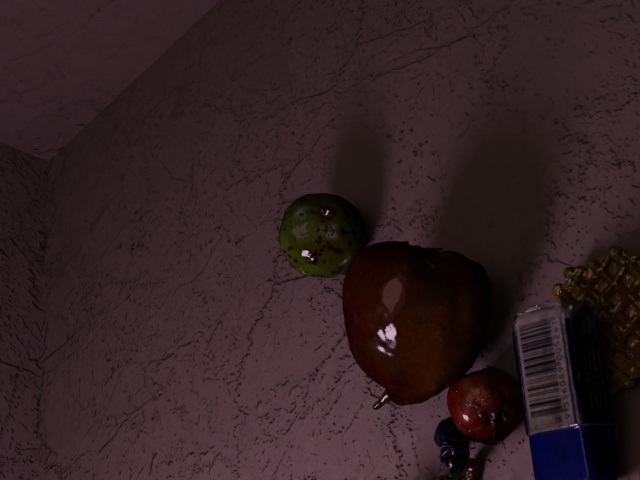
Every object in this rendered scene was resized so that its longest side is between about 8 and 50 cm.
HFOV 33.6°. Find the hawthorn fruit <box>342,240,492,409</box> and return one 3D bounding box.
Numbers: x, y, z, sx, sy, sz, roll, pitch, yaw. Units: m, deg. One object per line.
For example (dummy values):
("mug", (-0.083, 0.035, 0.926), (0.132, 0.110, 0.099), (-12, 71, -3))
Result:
("hawthorn fruit", (0.187, 0.156, 2.122), (0.308, 0.308, 0.324), (-19, 58, 43))

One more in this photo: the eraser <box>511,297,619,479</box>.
("eraser", (0.434, 0.274, 1.873), (0.155, 0.102, 0.332), (-27, 65, 52))

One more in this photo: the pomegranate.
("pomegranate", (0.000, 0.000, 2.517), (0.263, 0.211, 0.211), (108, 161, -58))

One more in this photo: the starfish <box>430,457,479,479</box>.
("starfish", (0.250, 0.511, 2.043), (0.190, 0.074, 0.146), (-40, 43, 29))

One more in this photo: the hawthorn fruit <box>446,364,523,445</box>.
("hawthorn fruit", (0.309, 0.306, 2.035), (0.148, 0.148, 0.172), (-62, 21, 6))

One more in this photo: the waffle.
("waffle", (0.523, 0.146, 1.926), (0.291, 0.051, 0.291), (-21, 60, 43))

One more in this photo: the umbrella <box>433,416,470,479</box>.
("umbrella", (0.258, 0.402, 2.014), (0.071, 0.071, 0.248), (-59, 6, 9))
